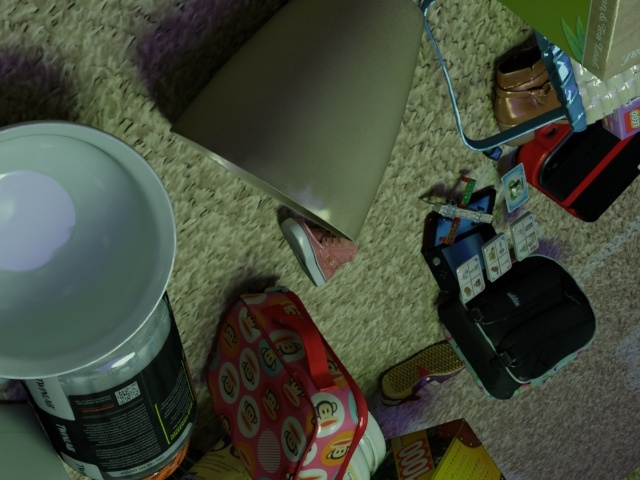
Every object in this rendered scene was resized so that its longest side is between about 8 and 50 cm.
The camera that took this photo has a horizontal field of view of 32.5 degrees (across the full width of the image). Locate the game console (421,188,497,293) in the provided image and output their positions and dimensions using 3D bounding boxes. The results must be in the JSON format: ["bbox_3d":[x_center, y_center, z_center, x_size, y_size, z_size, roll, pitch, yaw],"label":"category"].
[{"bbox_3d":[0.250,0.002,1.839,0.144,0.124,0.085,-24,172,-21],"label":"game console"}]

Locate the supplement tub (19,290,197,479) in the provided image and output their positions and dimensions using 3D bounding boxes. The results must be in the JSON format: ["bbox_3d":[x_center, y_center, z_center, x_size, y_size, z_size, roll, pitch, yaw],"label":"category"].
[{"bbox_3d":[-0.276,0.178,1.436,0.207,0.207,0.338,-27,143,-18],"label":"supplement tub"}]

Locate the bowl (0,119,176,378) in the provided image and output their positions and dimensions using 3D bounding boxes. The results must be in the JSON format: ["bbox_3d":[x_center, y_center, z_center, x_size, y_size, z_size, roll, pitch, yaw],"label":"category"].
[{"bbox_3d":[-0.321,-0.007,1.220,0.298,0.134,0.297,-11,115,-25],"label":"bowl"}]

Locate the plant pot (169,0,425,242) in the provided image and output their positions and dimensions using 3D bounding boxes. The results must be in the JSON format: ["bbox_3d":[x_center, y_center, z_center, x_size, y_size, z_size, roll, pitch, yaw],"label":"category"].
[{"bbox_3d":[0.002,-0.178,1.302,0.274,0.256,0.256,-59,144,-1],"label":"plant pot"}]

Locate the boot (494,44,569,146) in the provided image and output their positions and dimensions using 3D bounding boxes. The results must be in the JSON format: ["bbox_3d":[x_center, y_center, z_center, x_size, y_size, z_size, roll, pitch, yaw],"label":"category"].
[{"bbox_3d":[0.349,-0.243,1.677,0.197,0.073,0.152,-35,139,-17],"label":"boot"}]

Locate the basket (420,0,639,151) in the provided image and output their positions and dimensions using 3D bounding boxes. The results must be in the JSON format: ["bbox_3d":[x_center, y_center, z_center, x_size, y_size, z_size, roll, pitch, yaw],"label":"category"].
[{"bbox_3d":[0.302,-0.262,1.490,0.289,0.201,0.254,-19,128,5],"label":"basket"}]

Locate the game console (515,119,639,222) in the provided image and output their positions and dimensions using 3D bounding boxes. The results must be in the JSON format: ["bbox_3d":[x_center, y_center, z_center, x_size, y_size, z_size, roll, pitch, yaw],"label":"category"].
[{"bbox_3d":[0.525,-0.216,1.890,0.386,0.060,0.342,-49,148,13],"label":"game console"}]

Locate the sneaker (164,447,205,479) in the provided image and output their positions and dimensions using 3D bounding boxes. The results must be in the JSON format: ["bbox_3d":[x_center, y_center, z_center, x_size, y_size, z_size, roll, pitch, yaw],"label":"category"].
[{"bbox_3d":[-0.253,0.407,1.853,0.162,0.063,0.073,-43,164,10],"label":"sneaker"}]

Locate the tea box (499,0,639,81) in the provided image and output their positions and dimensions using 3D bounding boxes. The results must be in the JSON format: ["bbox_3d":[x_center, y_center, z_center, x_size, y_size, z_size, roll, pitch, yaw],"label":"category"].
[{"bbox_3d":[0.363,-0.407,1.287,0.329,0.323,0.220,-28,143,-19],"label":"tea box"}]

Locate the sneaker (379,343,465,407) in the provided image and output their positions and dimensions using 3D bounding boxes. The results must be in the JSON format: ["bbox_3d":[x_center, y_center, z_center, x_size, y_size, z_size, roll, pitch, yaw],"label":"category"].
[{"bbox_3d":[0.194,0.259,2.092,0.186,0.069,0.084,-19,149,-18],"label":"sneaker"}]

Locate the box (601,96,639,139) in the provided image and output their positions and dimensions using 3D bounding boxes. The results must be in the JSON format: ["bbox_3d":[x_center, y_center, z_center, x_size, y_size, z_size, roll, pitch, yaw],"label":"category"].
[{"bbox_3d":[0.509,-0.321,1.670,0.201,0.057,0.293,-27,128,-9],"label":"box"}]

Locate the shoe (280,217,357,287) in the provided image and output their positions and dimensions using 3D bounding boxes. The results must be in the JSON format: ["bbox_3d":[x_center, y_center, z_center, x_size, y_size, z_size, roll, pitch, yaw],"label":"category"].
[{"bbox_3d":[0.000,0.000,1.628,0.081,0.063,0.178,-37,150,-7],"label":"shoe"}]

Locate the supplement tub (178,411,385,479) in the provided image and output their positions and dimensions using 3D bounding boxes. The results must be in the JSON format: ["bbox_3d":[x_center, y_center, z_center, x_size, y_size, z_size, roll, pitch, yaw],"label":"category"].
[{"bbox_3d":[-0.071,0.400,1.785,0.331,0.241,0.241,-42,151,-34],"label":"supplement tub"}]

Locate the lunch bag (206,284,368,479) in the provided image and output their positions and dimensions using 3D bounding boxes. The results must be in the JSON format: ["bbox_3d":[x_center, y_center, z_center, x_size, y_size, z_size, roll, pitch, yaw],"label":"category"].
[{"bbox_3d":[-0.054,0.214,1.611,0.120,0.293,0.258,-7,134,-32],"label":"lunch bag"}]

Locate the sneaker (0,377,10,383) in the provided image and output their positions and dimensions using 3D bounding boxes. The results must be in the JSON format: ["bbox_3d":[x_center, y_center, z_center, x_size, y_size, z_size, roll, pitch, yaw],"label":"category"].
[{"bbox_3d":[-0.427,0.150,1.315,0.094,0.151,0.256,-40,146,-3],"label":"sneaker"}]

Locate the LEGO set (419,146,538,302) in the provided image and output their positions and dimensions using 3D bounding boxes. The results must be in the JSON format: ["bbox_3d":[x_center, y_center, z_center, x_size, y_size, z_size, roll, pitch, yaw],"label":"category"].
[{"bbox_3d":[0.265,-0.041,1.809,0.182,0.060,0.244,-35,130,-21],"label":"LEGO set"}]

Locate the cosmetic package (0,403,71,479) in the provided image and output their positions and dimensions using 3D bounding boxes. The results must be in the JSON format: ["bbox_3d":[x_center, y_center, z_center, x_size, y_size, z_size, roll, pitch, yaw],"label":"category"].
[{"bbox_3d":[-0.493,0.454,1.373,0.329,0.393,0.327,9,123,-48],"label":"cosmetic package"}]

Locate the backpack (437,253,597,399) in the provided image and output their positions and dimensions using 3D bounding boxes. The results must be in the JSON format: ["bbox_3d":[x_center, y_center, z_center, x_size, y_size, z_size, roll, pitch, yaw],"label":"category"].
[{"bbox_3d":[0.361,0.152,1.991,0.254,0.225,0.191,-27,165,-26],"label":"backpack"}]

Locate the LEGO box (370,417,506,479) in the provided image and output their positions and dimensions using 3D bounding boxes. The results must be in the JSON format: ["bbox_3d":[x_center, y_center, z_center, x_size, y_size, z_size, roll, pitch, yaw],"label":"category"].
[{"bbox_3d":[0.065,0.559,1.858,0.373,0.193,0.500,-25,-166,38],"label":"LEGO box"}]
